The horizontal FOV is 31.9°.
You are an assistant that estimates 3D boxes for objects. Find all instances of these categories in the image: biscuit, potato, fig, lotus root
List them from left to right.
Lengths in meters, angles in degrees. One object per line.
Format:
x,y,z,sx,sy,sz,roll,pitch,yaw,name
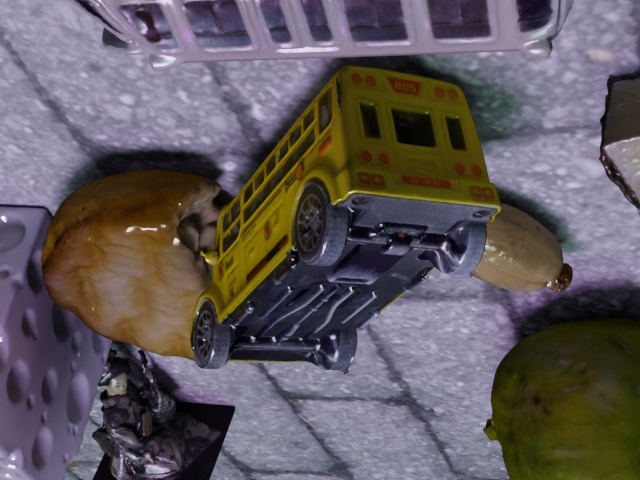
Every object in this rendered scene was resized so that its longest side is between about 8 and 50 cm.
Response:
-0.160,0.026,1.091,0.213,0.091,0.274,0,148,13,biscuit
0.156,0.003,0.977,0.150,0.062,0.073,27,138,-23,lotus root
0.240,0.181,1.097,0.314,0.233,0.233,6,153,44,fig
0.256,-0.063,0.819,0.061,0.086,0.122,-13,135,38,potato

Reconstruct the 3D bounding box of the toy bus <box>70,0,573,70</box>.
-0.009,-0.191,0.614,0.305,0.143,0.179,0,139,13,toy bus

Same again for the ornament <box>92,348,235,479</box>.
-0.219,0.205,1.374,0.153,0.166,0.196,0,132,16,ornament

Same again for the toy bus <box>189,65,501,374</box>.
0.000,0.000,0.928,0.144,0.152,0.330,5,152,-26,toy bus

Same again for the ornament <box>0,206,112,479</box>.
-0.387,0.122,1.178,0.240,0.239,0.239,3,147,13,ornament
